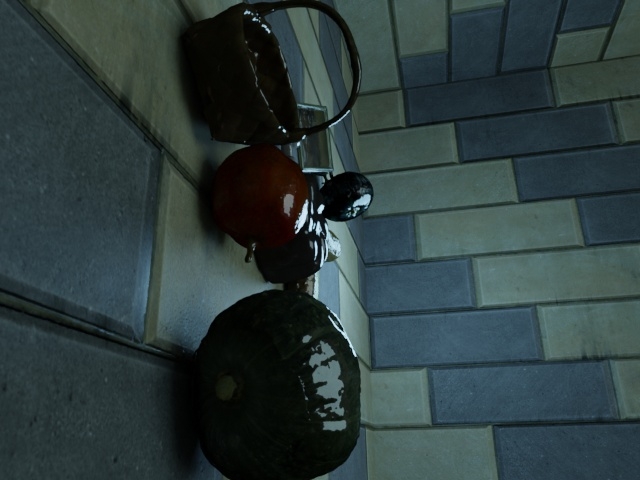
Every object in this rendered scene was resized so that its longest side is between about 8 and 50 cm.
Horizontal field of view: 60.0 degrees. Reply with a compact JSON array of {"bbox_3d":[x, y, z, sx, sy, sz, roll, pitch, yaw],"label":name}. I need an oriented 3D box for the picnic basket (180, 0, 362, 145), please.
[{"bbox_3d":[-0.074,-0.351,1.145,0.337,0.338,0.292,-42,117,-76],"label":"picnic basket"}]

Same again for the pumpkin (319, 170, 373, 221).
[{"bbox_3d":[0.098,-0.171,2.214,0.163,0.233,0.233,58,4,17],"label":"pumpkin"}]

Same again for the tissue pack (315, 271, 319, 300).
[{"bbox_3d":[-0.042,0.149,1.764,0.095,0.062,0.175,69,20,-53],"label":"tissue pack"}]

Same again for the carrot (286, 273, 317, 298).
[{"bbox_3d":[-0.051,0.191,1.623,0.102,0.102,0.262,31,56,-76],"label":"carrot"}]

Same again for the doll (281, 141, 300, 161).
[{"bbox_3d":[-0.100,-0.291,1.694,0.160,0.059,0.160,-42,125,-76],"label":"doll"}]

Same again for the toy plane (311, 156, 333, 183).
[{"bbox_3d":[0.008,-0.271,2.177,0.197,0.078,0.053,60,25,-61],"label":"toy plane"}]

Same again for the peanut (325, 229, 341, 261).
[{"bbox_3d":[0.000,0.000,1.952,0.120,0.110,0.236,-69,153,-18],"label":"peanut"}]

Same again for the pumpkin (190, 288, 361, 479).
[{"bbox_3d":[-0.081,0.251,0.961,0.257,0.292,0.327,11,62,-57],"label":"pumpkin"}]

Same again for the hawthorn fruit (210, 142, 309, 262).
[{"bbox_3d":[-0.123,-0.067,1.119,0.205,0.205,0.253,67,18,-56],"label":"hawthorn fruit"}]

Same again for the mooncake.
[{"bbox_3d":[-0.074,-0.039,1.476,0.306,0.155,0.305,-8,90,-80],"label":"mooncake"}]

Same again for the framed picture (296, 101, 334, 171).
[{"bbox_3d":[-0.021,-0.376,2.023,0.197,0.014,0.252,-8,93,-51],"label":"framed picture"}]
